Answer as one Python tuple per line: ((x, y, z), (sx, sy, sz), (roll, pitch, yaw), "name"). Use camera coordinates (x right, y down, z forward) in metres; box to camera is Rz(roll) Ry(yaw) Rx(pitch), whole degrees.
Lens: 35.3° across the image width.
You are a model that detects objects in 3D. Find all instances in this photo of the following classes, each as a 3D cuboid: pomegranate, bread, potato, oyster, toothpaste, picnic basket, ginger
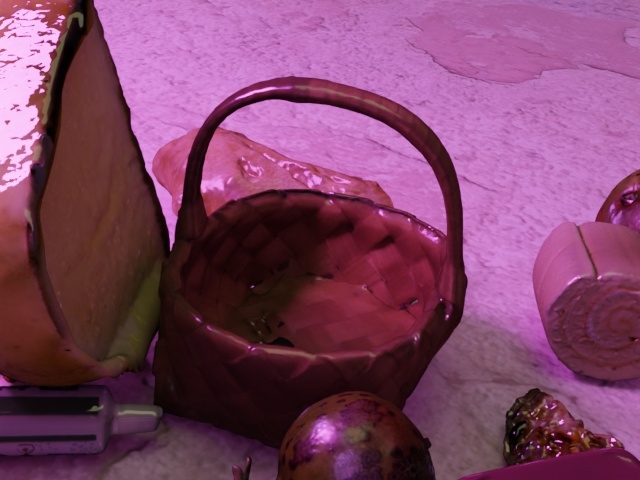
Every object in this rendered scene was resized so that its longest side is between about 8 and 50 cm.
((0.443, 0.003, 1.233), (0.209, 0.180, 0.180), (30, 24, -18), "pomegranate")
((0.311, 0.063, 1.104), (0.148, 0.134, 0.141), (16, 25, -2), "bread")
((-0.280, -0.011, 0.880), (0.212, 0.330, 0.280), (-6, 39, 9), "potato")
((0.224, 0.201, 0.925), (0.105, 0.056, 0.177), (-2, 34, 0), "oyster")
((-0.333, 0.154, 0.858), (0.392, 0.061, 0.099), (2, -12, -12), "toothpaste")
((0.009, 0.191, 0.800), (0.169, 0.148, 0.148), (3, 29, -13), "pomegranate")
((0.000, 0.000, 0.959), (0.293, 0.337, 0.337), (14, 30, 11), "picnic basket")
((-0.060, -0.050, 1.226), (0.354, 0.126, 0.190), (17, 25, 20), "ginger")

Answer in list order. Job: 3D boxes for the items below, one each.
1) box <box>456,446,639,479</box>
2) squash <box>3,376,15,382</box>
((0.187, 0.281, 0.654), (0.193, 0.167, 0.294), (-7, 32, -21), "box")
((-0.325, 0.071, 1.002), (0.090, 0.075, 0.200), (24, 31, -49), "squash")
